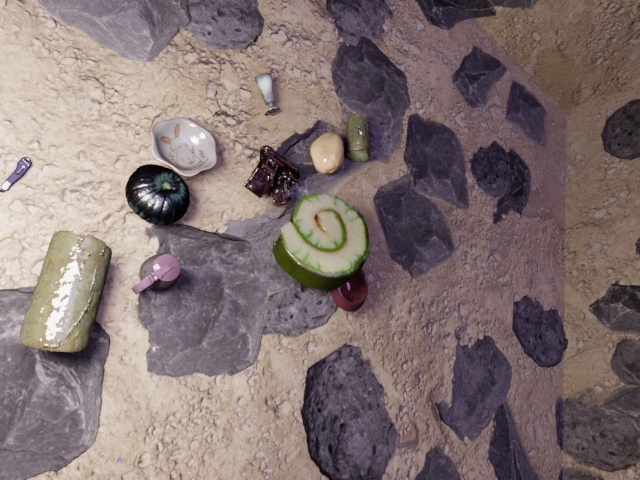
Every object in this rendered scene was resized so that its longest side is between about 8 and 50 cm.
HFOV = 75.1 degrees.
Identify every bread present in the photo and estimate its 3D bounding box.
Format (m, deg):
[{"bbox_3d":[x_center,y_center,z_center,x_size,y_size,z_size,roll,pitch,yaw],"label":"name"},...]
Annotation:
[{"bbox_3d":[0.000,0.000,1.573,0.381,0.129,0.366,-7,64,-25],"label":"bread"}]

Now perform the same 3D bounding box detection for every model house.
[{"bbox_3d":[-0.176,-0.223,1.553,0.203,0.141,0.164,30,52,-27],"label":"model house"}]

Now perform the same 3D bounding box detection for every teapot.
[{"bbox_3d":[-0.489,0.093,1.246,0.148,0.146,0.116,-6,80,-35],"label":"teapot"}]

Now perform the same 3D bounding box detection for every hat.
[{"bbox_3d":[0.104,0.183,1.655,0.205,0.089,0.206,14,65,-33],"label":"hat"}]

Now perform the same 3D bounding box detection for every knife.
[{"bbox_3d":[-0.852,-0.184,1.161,0.031,0.018,0.121,39,59,-27],"label":"knife"}]

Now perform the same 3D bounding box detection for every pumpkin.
[{"bbox_3d":[-0.509,-0.142,1.305,0.202,0.140,0.202,26,47,-32],"label":"pumpkin"}]

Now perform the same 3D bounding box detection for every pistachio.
[{"bbox_3d":[0.031,-0.372,1.745,0.145,0.117,0.201,18,66,-23],"label":"pistachio"}]

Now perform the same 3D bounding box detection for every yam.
[{"bbox_3d":[0.170,-0.465,1.874,0.107,0.107,0.194,14,68,-30],"label":"yam"},{"bbox_3d":[-0.667,0.139,1.104,0.168,0.168,0.305,17,68,-29],"label":"yam"}]

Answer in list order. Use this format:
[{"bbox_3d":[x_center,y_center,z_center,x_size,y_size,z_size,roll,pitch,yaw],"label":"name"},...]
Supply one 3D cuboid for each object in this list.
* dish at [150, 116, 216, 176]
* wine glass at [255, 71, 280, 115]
[{"bbox_3d":[-0.469,-0.302,1.411,0.229,0.081,0.230,15,61,-28],"label":"dish"},{"bbox_3d":[-0.212,-0.587,1.671,0.072,0.072,0.156,-13,85,-36],"label":"wine glass"}]
